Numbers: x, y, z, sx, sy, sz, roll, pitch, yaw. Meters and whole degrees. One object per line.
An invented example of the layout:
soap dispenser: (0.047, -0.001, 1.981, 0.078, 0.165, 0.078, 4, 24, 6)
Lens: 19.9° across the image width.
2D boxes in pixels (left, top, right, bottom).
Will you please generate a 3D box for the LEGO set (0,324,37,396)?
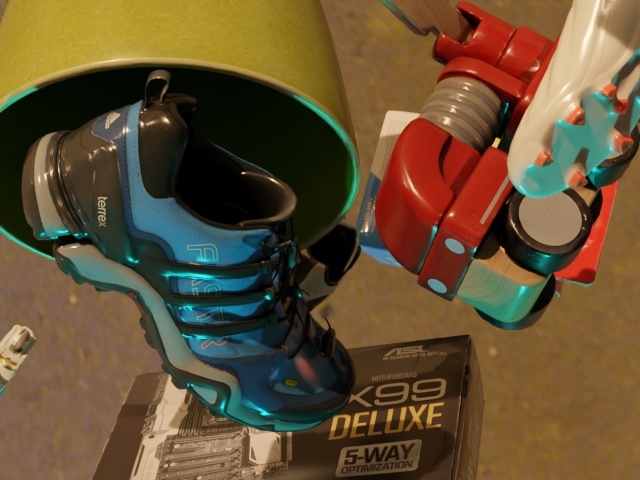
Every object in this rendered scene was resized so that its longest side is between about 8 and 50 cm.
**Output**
LEGO set: (-0.382, 0.044, 1.518, 0.287, 0.132, 0.107, 44, 129, -2)

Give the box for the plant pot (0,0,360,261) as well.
plant pot: (-0.112, -0.166, 1.338, 0.275, 0.293, 0.274, -1, 149, -1)

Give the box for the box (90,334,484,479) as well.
box: (-0.026, 0.185, 1.487, 0.307, 0.242, 0.076, -7, 117, 14)

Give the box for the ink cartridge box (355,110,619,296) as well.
ink cartridge box: (0.159, -0.031, 1.651, 0.078, 0.231, 0.134, 35, 68, -63)

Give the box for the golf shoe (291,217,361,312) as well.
golf shoe: (0.000, 0.000, 1.464, 0.094, 0.198, 0.077, -21, 118, 28)

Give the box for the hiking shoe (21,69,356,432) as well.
hiking shoe: (-0.056, 0.024, 1.197, 0.132, 0.113, 0.304, -26, 131, 27)

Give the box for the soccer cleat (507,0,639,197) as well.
soccer cleat: (0.169, -0.114, 1.083, 0.068, 0.076, 0.196, 25, 102, -42)

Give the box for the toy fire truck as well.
toy fire truck: (0.095, -0.095, 1.256, 0.246, 0.158, 0.217, 30, 61, 7)
